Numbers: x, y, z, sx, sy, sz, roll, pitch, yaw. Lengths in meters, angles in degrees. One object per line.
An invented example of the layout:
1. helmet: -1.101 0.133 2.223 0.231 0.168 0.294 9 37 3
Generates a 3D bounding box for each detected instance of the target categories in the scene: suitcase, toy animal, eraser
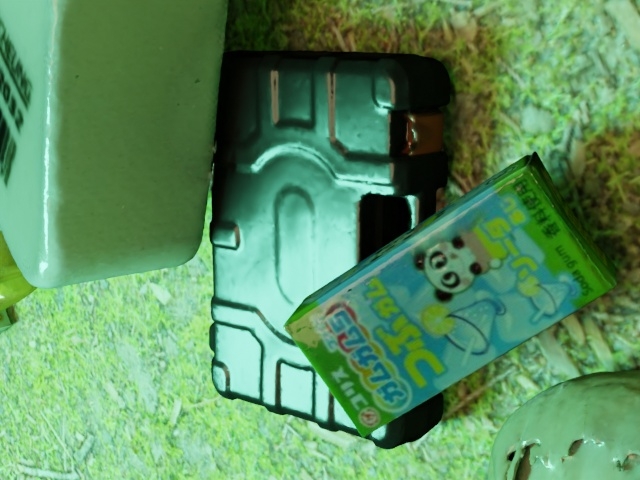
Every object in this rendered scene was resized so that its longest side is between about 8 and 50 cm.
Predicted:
1. suitcase: 0.000 0.000 0.776 0.206 0.066 0.285 9 105 39
2. toy animal: -0.342 -0.009 1.066 0.159 0.083 0.070 50 163 30
3. eraser: -0.209 -0.161 0.820 0.331 0.150 0.331 19 113 54

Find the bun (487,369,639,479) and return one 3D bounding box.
1. bun: 0.208 0.221 0.601 0.287 0.146 0.287 12 110 37

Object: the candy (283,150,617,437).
1. candy: 0.083 0.036 0.662 0.194 0.062 0.097 -34 95 16

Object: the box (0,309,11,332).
1. box: -0.427 0.019 1.156 0.122 0.032 0.220 -30 79 38
